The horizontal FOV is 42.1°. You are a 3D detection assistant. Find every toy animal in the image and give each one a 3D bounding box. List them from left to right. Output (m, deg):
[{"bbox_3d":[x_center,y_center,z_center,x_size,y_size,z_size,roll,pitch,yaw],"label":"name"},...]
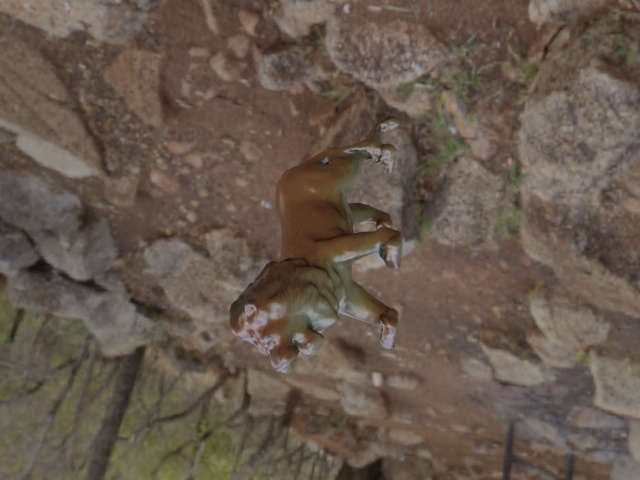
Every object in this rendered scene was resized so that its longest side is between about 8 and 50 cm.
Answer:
[{"bbox_3d":[0.000,0.000,0.803,0.158,0.312,0.097,4,135,-2],"label":"toy animal"}]
